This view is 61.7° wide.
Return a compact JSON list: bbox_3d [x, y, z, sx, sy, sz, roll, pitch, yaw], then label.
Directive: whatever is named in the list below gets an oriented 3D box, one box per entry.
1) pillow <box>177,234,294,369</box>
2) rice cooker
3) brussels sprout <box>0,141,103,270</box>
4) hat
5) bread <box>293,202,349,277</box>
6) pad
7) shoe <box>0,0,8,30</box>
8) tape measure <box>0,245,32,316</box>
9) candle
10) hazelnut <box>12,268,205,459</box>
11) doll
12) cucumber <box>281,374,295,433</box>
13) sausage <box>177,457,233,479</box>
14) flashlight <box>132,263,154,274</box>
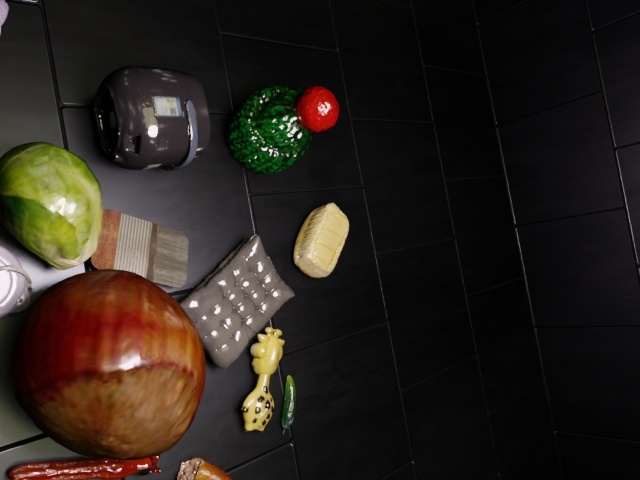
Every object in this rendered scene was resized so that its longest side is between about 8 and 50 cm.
[{"bbox_3d":[-0.232,0.162,1.484,0.326,0.101,0.228,-45,112,-34],"label":"pillow"},{"bbox_3d":[-0.414,-0.293,1.311,0.225,0.267,0.267,-13,91,-41],"label":"rice cooker"},{"bbox_3d":[-0.579,-0.073,1.156,0.210,0.220,0.271,-50,135,-45],"label":"brussels sprout"},{"bbox_3d":[-0.097,-0.348,1.536,0.242,0.332,0.274,28,63,-36],"label":"hat"},{"bbox_3d":[0.000,0.000,1.705,0.140,0.106,0.236,39,59,-28],"label":"bread"},{"bbox_3d":[-0.435,-0.057,1.374,0.250,0.055,0.322,19,75,-37],"label":"pad"},{"bbox_3d":[-0.793,-0.480,1.117,0.245,0.095,0.137,11,73,-46],"label":"shoe"},{"bbox_3d":[-0.703,0.090,1.085,0.196,0.105,0.178,-30,101,-39],"label":"tape measure"},{"bbox_3d":[-0.516,0.515,1.205,0.329,0.051,0.048,14,71,-38],"label":"candle"},{"bbox_3d":[-0.433,0.255,1.146,0.421,0.353,0.420,39,24,-22],"label":"hazelnut"},{"bbox_3d":[-0.163,0.390,1.509,0.117,0.086,0.290,26,68,-51],"label":"doll"},{"bbox_3d":[-0.092,0.485,1.585,0.039,0.039,0.167,18,69,-38],"label":"cucumber"},{"bbox_3d":[-0.249,0.675,1.390,0.103,0.076,0.302,-44,110,-28],"label":"sausage"},{"bbox_3d":[-0.465,0.084,1.339,0.110,0.031,0.052,-25,98,-41],"label":"flashlight"}]
